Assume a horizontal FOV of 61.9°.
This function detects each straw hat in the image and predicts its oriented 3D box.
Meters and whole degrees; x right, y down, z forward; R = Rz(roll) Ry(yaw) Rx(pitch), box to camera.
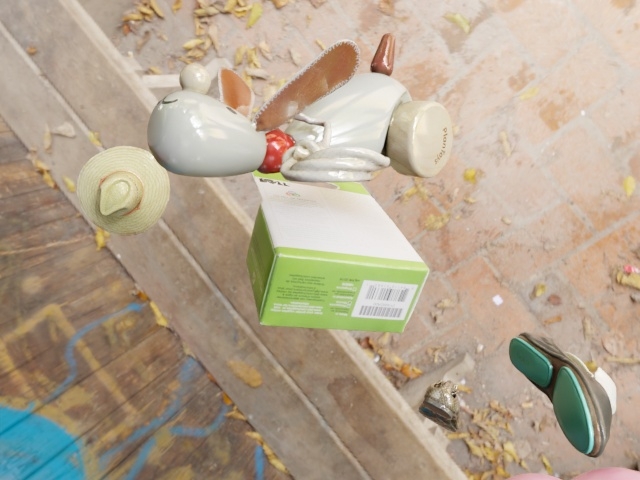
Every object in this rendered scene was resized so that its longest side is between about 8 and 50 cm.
[{"bbox_3d":[-0.299,-0.068,0.789,0.144,0.061,0.145,-2,107,-5],"label":"straw hat"}]

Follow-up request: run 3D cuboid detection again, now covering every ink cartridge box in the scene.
[{"bbox_3d":[0.000,0.000,0.705,0.188,0.255,0.097,7,118,-20],"label":"ink cartridge box"}]

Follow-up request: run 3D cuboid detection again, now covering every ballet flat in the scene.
[{"bbox_3d":[0.223,0.301,0.978,0.084,0.058,0.250,22,160,22],"label":"ballet flat"},{"bbox_3d":[0.388,0.218,0.819,0.096,0.280,0.096,2,110,-4],"label":"ballet flat"}]

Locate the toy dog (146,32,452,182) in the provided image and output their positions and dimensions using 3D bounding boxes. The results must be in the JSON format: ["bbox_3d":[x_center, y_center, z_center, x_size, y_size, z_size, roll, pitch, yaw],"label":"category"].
[{"bbox_3d":[0.002,-0.144,0.538,0.220,0.333,0.161,5,99,26],"label":"toy dog"}]

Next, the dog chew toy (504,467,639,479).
[{"bbox_3d":[0.265,0.356,0.588,0.331,0.207,0.207,6,112,-3],"label":"dog chew toy"}]
